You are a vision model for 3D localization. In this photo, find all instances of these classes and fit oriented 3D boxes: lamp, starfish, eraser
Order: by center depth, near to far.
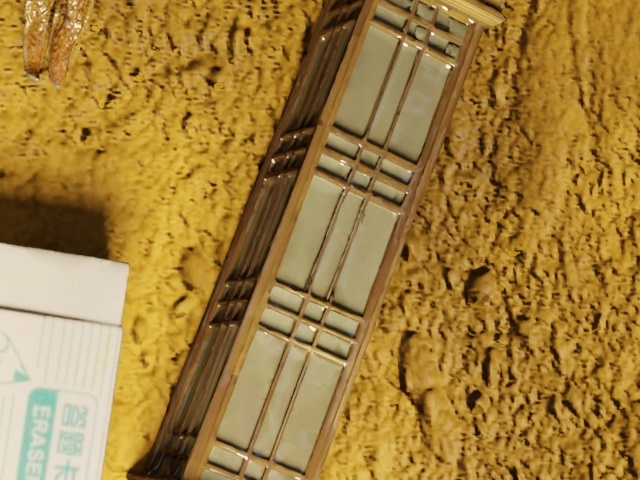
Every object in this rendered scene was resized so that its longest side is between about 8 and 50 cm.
[{"bbox_3d":[-0.163,0.116,1.021,0.095,0.052,0.225,10,84,-18],"label":"eraser"},{"bbox_3d":[-0.135,-0.163,1.055,0.130,0.041,0.133,-34,99,-21],"label":"starfish"},{"bbox_3d":[0.000,0.000,1.072,0.090,0.089,0.325,24,79,-18],"label":"lamp"}]
